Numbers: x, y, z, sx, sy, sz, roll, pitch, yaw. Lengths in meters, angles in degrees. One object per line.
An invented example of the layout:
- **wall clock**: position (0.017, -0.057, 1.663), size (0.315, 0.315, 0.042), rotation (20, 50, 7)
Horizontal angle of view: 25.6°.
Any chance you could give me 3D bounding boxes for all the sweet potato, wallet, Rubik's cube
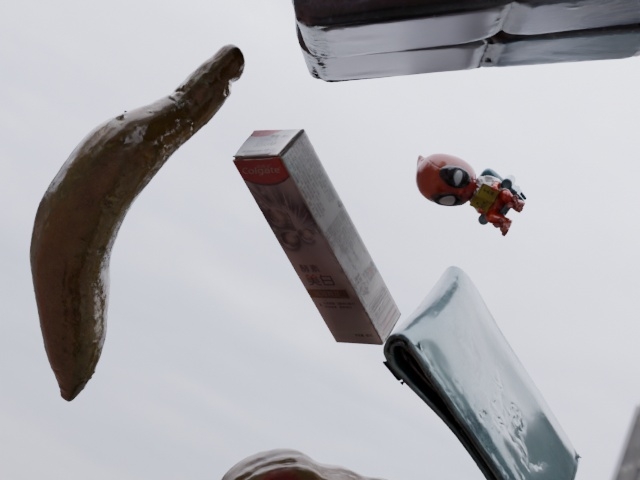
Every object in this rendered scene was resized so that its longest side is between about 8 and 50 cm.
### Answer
- **sweet potato**: position (-0.182, -0.029, 1.206), size (0.108, 0.346, 0.079), rotation (23, 8, -41)
- **wallet**: position (0.190, 0.185, 1.589), size (0.054, 0.251, 0.290), rotation (-32, -88, 24)
- **Rubik's cube**: position (0.125, -0.305, 1.104), size (0.319, 0.316, 0.313), rotation (-6, -2, 2)

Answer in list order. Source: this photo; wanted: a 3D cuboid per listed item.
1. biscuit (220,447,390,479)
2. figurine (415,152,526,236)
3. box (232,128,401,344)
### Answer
- **biscuit**: position (0.002, 0.369, 1.346), size (0.381, 0.359, 0.074), rotation (65, -7, -26)
- **figurine**: position (0.178, -0.064, 1.699), size (0.140, 0.068, 0.075), rotation (28, 20, 2)
- **box**: position (0.000, 0.000, 1.190), size (0.055, 0.039, 0.218), rotation (0, -48, 38)
